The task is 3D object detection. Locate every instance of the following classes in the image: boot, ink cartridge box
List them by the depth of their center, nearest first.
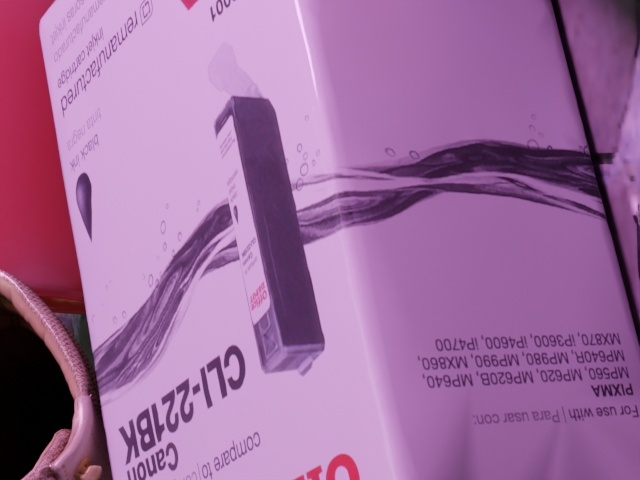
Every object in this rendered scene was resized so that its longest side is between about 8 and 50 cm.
[{"bbox_3d":[0.000,0.000,0.668,0.197,0.114,0.273,-37,60,52],"label":"ink cartridge box"},{"bbox_3d":[-0.097,0.158,0.757,0.203,0.095,0.262,70,-175,-56],"label":"boot"}]

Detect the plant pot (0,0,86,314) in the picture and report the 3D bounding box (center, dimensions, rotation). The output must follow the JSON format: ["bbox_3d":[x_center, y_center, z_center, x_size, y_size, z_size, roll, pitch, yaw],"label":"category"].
[{"bbox_3d":[-0.197,-0.088,0.976,0.275,0.275,0.243,171,104,-66],"label":"plant pot"}]
